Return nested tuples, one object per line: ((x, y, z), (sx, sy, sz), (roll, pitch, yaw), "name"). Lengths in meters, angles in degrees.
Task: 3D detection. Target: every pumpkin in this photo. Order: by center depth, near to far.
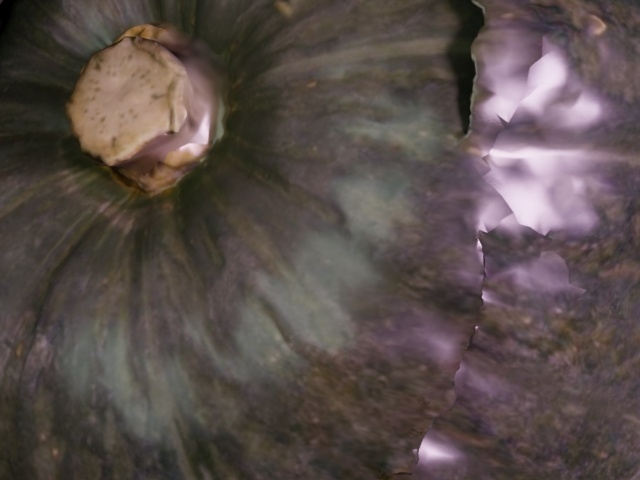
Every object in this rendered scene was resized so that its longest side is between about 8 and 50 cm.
((0.000, 0.000, 0.675), (0.291, 0.257, 0.327), (21, 86, 35), "pumpkin")
